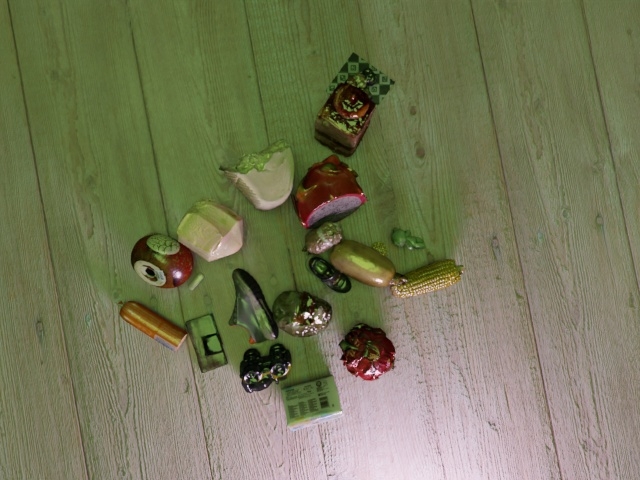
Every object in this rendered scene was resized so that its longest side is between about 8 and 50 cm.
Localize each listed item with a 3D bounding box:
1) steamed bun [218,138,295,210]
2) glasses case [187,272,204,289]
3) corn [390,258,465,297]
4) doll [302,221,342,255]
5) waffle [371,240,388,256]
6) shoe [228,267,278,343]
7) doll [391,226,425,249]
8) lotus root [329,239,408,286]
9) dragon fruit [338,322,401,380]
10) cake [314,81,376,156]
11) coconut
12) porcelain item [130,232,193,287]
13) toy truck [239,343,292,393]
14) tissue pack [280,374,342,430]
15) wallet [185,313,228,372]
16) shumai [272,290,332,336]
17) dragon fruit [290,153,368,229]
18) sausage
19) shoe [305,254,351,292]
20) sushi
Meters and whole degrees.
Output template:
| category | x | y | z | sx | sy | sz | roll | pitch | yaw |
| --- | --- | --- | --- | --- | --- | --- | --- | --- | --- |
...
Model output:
| category | x | y | z | sx | sy | sz | roll | pitch | yaw |
| --- | --- | --- | --- | --- | --- | --- | --- | --- | --- |
| steamed bun | -0.212 | -0.275 | 1.639 | 0.272 | 0.290 | 0.273 | -42 | 108 | -8 |
| glasses case | -0.533 | 0.176 | 1.738 | 0.032 | 0.021 | 0.083 | 40 | 88 | 0 |
| corn | 0.454 | 0.166 | 1.727 | 0.322 | 0.119 | 0.119 | -22 | 89 | 2 |
| doll | -0.007 | -0.003 | 1.678 | 0.221 | 0.115 | 0.105 | -25 | 112 | 39 |
| waffle | 0.254 | 0.046 | 1.772 | 0.078 | 0.016 | 0.085 | -7 | 90 | -5 |
| shoe | -0.316 | 0.288 | 1.701 | 0.171 | 0.132 | 0.336 | -26 | 92 | 7 |
| doll | 0.375 | 0.005 | 1.749 | 0.150 | 0.077 | 0.115 | 15 | 43 | -6 |
| lotus root | 0.196 | 0.109 | 1.686 | 0.343 | 0.169 | 0.151 | 28 | 88 | 5 |
| dragon fruit | 0.217 | 0.465 | 1.684 | 0.293 | 0.234 | 0.233 | 17 | 88 | -32 |
| cake | 0.102 | -0.488 | 1.645 | 0.196 | 0.293 | 0.198 | 32 | 83 | 0 |
| coconut | -0.428 | -0.037 | 1.646 | 0.245 | 0.233 | 0.233 | 29 | 88 | -1 |
| porcelain item | -0.629 | 0.068 | 1.667 | 0.253 | 0.253 | 0.253 | 0 | 88 | -2 |
| toy truck | -0.223 | 0.544 | 1.692 | 0.224 | 0.147 | 0.165 | -13 | 113 | -5 |
| tissue pack | -0.031 | 0.683 | 1.698 | 0.229 | 0.145 | 0.159 | -15 | 56 | -3 |
| wallet | -0.482 | 0.435 | 1.724 | 0.124 | 0.042 | 0.230 | -19 | 87 | 0 |
| shumai | -0.077 | 0.304 | 1.660 | 0.256 | 0.218 | 0.189 | 10 | 79 | -2 |
| dragon fruit | 0.020 | -0.206 | 1.649 | 0.305 | 0.305 | 0.225 | -23 | 76 | -2 |
| sausage | -0.710 | 0.346 | 1.694 | 0.312 | 0.093 | 0.093 | 32 | 88 | 0 |
| shoe | 0.034 | 0.145 | 1.714 | 0.227 | 0.112 | 0.099 | 38 | 87 | 1 |
| sushi | 0.176 | -0.680 | 1.772 | 0.231 | 0.047 | 0.219 | 35 | 88 | -1 |
